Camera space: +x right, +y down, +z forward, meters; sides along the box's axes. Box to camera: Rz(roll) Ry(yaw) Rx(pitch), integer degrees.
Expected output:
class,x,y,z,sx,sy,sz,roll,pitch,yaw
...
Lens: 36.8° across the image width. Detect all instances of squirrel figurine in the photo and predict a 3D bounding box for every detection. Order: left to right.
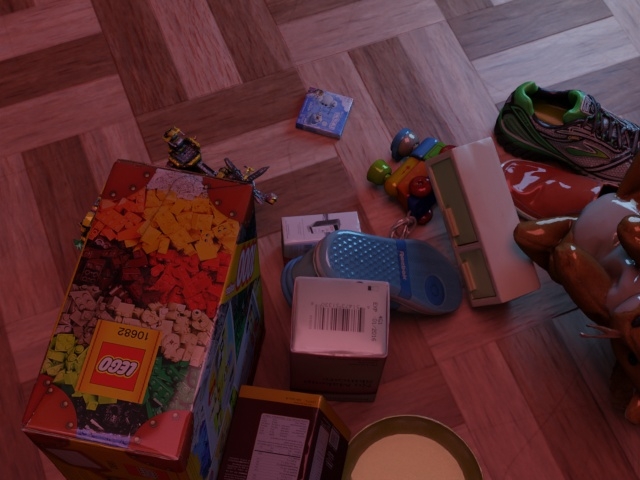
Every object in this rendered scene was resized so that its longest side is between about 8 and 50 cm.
class,x,y,z,sx,sy,sz,roll,pitch,yaw
squirrel figurine,0.522,0.120,1.482,0.281,0.397,0.370,-29,36,15

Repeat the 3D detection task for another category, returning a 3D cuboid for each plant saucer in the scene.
class,x,y,z,sx,sy,sz,roll,pitch,yaw
plant saucer,0.139,0.397,1.524,0.240,0.037,0.241,1,62,-1

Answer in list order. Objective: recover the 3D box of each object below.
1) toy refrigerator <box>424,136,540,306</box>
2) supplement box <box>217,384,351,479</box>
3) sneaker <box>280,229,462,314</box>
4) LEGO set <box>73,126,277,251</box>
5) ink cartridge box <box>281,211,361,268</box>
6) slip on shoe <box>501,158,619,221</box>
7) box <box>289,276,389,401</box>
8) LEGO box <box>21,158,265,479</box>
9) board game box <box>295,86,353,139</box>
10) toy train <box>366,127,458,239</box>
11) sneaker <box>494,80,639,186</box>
class,x,y,z,sx,sy,sz,roll,pitch,yaw
toy refrigerator,0.272,-0.028,1.645,0.094,0.102,0.270,-19,90,-23
supplement box,-0.054,0.344,1.440,0.129,0.191,0.194,5,65,19
sneaker,0.074,0.074,1.648,0.319,0.208,0.127,18,62,-34
LEGO set,-0.260,-0.063,1.660,0.331,0.192,0.255,-39,70,-19
ink cartridge box,0.000,0.000,1.688,0.135,0.099,0.056,-5,62,-5
slip on shoe,0.473,-0.073,1.739,0.331,0.101,0.123,23,66,11
box,0.026,0.162,1.531,0.148,0.232,0.127,3,64,0
LEGO box,-0.215,0.180,1.365,0.193,0.500,0.373,10,63,4
board game box,0.008,-0.246,1.858,0.090,0.020,0.090,16,64,5
toy train,0.140,-0.095,1.746,0.143,0.105,0.248,34,67,26
sneaker,0.498,-0.192,1.775,0.343,0.146,0.134,16,63,6
